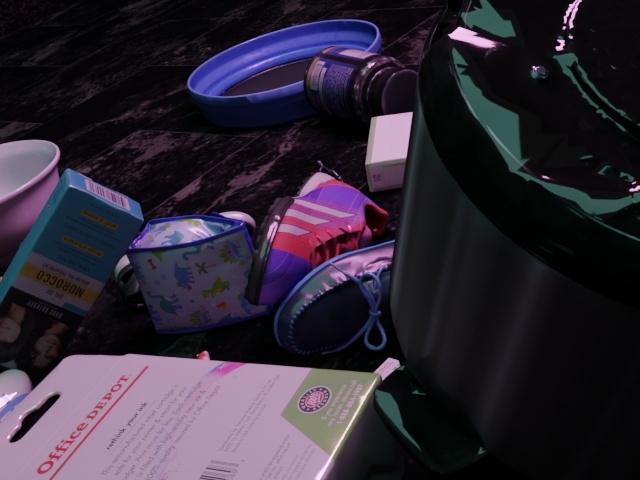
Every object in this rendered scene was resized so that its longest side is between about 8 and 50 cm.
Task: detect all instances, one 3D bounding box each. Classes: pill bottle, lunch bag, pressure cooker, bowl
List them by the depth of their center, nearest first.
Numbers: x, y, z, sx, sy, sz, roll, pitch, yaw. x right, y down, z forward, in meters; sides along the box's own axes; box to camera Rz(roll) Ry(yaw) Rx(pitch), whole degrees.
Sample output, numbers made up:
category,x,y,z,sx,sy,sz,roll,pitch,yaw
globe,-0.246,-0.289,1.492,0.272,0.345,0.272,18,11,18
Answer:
category,x,y,z,sx,sy,sz,roll,pitch,yaw
pressure cooker,0.241,0.005,0.740,0.369,0.420,0.376,7,52,3
lunch bag,-0.142,0.038,1.167,0.151,0.129,0.096,-5,30,23
bowl,-0.539,-0.039,1.524,0.297,0.134,0.298,-13,28,7
pill bottle,0.075,-0.257,1.605,0.122,0.123,0.219,-29,30,-23
bowl,-0.064,-0.330,1.869,0.391,0.077,0.391,-13,28,7

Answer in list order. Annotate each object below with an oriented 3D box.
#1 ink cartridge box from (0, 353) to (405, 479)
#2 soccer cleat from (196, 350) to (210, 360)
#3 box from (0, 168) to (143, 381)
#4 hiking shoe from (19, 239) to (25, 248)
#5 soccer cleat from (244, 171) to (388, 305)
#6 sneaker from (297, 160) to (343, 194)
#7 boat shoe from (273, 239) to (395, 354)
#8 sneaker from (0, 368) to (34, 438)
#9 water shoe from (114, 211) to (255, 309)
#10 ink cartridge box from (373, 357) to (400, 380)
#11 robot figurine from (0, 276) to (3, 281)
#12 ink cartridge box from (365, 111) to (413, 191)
category,x,y,z,sx,sy,sz,roll,pitch,yaw
ink cartridge box,-0.129,0.212,0.843,0.353,0.119,0.207,1,32,28
soccer cleat,-0.123,0.153,1.054,0.035,0.029,0.083,-6,31,1
box,-0.317,0.044,1.139,0.244,0.100,0.060,-57,26,12
hiking shoe,-0.365,0.031,1.349,0.114,0.086,0.227,-24,27,-8
soccer cleat,0.000,0.000,1.142,0.116,0.109,0.318,21,22,8
sneaker,0.000,-0.085,1.383,0.098,0.069,0.038,9,36,40
boat shoe,0.070,0.052,1.053,0.258,0.109,0.089,-30,34,-21
sneaker,-0.407,0.211,1.040,0.085,0.086,0.237,0,30,33
water shoe,-0.173,0.033,1.281,0.203,0.073,0.080,-24,50,-6
ink cartridge box,0.076,0.147,0.952,0.083,0.028,0.048,10,37,42
robot figurine,-0.504,0.159,1.188,0.211,0.085,0.291,-7,28,19
ink cartridge box,0.188,-0.149,1.416,0.235,0.056,0.171,-7,29,11
